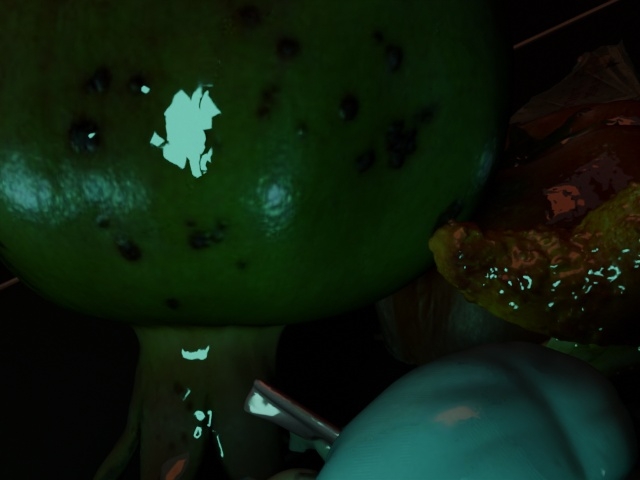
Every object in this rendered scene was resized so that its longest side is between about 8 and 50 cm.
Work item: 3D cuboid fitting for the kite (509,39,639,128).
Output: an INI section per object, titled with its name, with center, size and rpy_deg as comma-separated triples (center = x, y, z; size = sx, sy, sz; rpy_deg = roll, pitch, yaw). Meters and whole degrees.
[kite]
center = 0.115, -0.070, 1.144
size = 0.335, 0.011, 0.314
rpy_deg = -33, 22, -29

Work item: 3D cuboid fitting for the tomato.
[tomato]
center = 0.119, -0.016, 0.893
size = 0.225, 0.085, 0.225
rpy_deg = -22, 17, 7

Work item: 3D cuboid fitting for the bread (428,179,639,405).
[bread]
center = 0.187, 0.004, 0.694
size = 0.268, 0.139, 0.095
rpy_deg = -26, 39, 12

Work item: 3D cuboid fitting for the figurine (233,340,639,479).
[figurine]
center = -0.001, 0.099, 0.592
size = 0.205, 0.103, 0.260
rpy_deg = -8, -4, -33

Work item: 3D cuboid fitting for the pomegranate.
[pomegranate]
center = -0.036, -0.043, 0.805
size = 0.290, 0.323, 0.291
rpy_deg = -22, 6, 3
